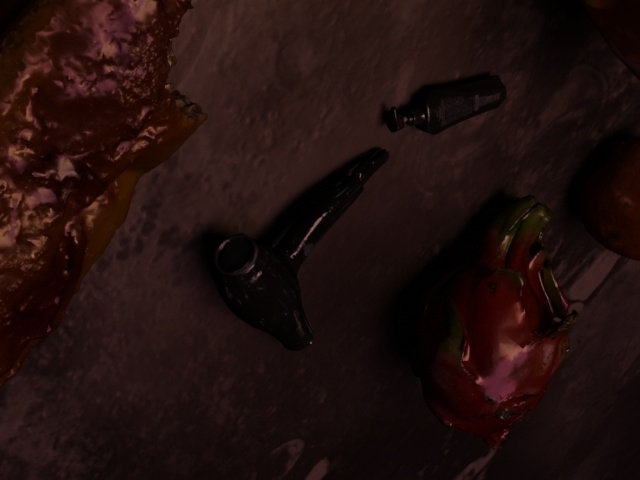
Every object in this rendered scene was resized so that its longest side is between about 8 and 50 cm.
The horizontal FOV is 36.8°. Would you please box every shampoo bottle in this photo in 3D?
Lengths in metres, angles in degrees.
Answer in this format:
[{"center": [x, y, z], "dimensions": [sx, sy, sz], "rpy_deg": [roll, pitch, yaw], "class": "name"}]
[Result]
[{"center": [0.124, -0.132, 0.948], "dimensions": [0.137, 0.027, 0.048], "rpy_deg": [-20, 120, -28], "class": "shampoo bottle"}]

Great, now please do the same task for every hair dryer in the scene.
[{"center": [0.000, 0.000, 0.934], "dimensions": [0.219, 0.075, 0.195], "rpy_deg": [-49, 150, -9], "class": "hair dryer"}]

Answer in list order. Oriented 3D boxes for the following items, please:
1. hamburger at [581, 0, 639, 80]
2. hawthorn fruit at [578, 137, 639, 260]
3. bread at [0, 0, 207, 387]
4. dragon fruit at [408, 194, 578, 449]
[{"center": [0.377, -0.271, 0.809], "dimensions": [0.277, 0.396, 0.395], "rpy_deg": [-38, 139, -10], "class": "hamburger"}, {"center": [0.395, -0.029, 1.156], "dimensions": [0.149, 0.189, 0.149], "rpy_deg": [-18, 159, -7], "class": "hawthorn fruit"}, {"center": [-0.198, -0.049, 0.682], "dimensions": [0.380, 0.109, 0.185], "rpy_deg": [-52, 139, 4], "class": "bread"}, {"center": [0.210, 0.096, 1.102], "dimensions": [0.269, 0.198, 0.200], "rpy_deg": [-55, 130, -12], "class": "dragon fruit"}]
